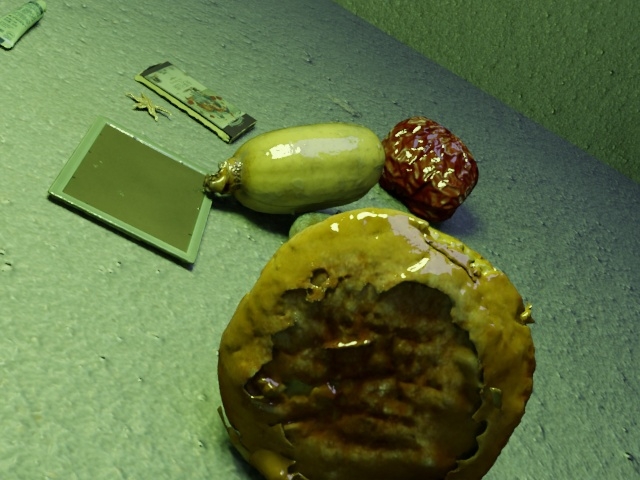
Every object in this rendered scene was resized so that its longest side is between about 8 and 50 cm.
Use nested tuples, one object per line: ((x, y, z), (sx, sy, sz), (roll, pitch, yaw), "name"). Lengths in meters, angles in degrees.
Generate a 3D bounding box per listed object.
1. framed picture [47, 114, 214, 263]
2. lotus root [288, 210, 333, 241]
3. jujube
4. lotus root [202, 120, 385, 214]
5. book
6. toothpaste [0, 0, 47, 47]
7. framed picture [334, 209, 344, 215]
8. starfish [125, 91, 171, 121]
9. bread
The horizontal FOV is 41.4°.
((-0.283, -0.084, 1.336), (0.232, 0.019, 0.296), (28, 27, -13), "framed picture")
((0.000, 0.000, 1.454), (0.113, 0.088, 0.192), (22, 20, -11), "lotus root")
((0.240, -0.167, 1.918), (0.232, 0.213, 0.213), (38, 25, 10), "jujube")
((-0.044, -0.128, 1.479), (0.343, 0.169, 0.151), (-7, 74, -23), "lotus root")
((-0.248, -0.287, 1.725), (0.231, 0.026, 0.157), (34, 25, 0), "book")
((-0.551, -0.401, 1.545), (0.062, 0.037, 0.216), (30, 30, -11), "toothpaste")
((0.111, 0.048, 1.586), (0.192, 0.018, 0.265), (26, 27, -16), "framed picture")
((-0.323, -0.256, 1.592), (0.092, 0.016, 0.086), (21, 30, -16), "starfish")
((0.065, 0.144, 1.005), (0.337, 0.358, 0.204), (36, 10, 4), "bread")
